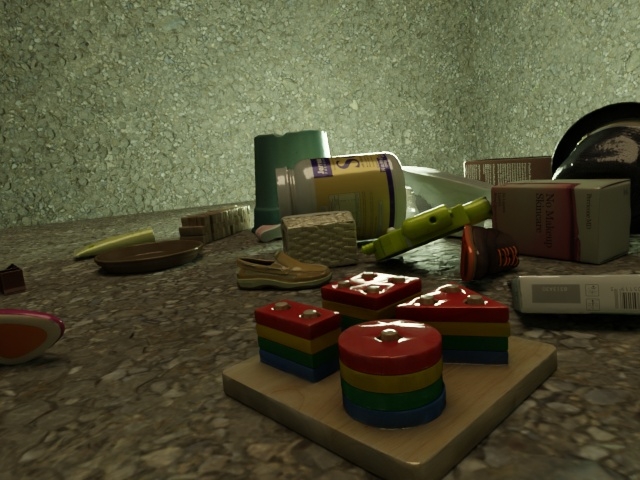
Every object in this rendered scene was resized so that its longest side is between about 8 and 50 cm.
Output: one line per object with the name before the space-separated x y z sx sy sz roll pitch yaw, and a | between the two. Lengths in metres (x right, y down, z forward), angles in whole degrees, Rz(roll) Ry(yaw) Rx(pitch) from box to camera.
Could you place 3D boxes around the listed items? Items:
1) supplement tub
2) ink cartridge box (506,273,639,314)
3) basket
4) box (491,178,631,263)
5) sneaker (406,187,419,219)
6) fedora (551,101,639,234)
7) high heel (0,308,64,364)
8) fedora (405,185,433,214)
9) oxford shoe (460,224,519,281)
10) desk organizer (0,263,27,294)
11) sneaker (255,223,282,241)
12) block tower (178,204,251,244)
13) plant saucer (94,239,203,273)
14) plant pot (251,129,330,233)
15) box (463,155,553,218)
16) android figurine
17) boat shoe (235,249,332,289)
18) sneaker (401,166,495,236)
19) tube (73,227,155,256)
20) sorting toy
supplement tub | 0.050 -0.112 1.311 0.331 0.241 0.241 -6 10 -5
ink cartridge box | 0.370 0.077 0.683 0.181 0.056 0.224 -2 -8 16
basket | 0.000 0.000 1.069 0.167 0.113 0.103 -7 12 -7
box | 0.489 -0.047 0.983 0.126 0.149 0.232 -12 12 -33
sneaker | 0.276 -0.111 1.552 0.090 0.115 0.232 -4 10 6
fedora | 0.620 -0.125 1.026 0.152 0.334 0.334 -29 19 -23
high heel | -0.459 0.125 0.684 0.244 0.082 0.117 -16 18 10
fedora | 0.392 -0.169 1.800 0.243 0.124 0.275 5 14 43
oxford shoe | 0.314 0.018 0.871 0.098 0.097 0.271 6 13 23
desk organizer | -0.726 0.088 1.106 0.047 0.050 0.130 -13 13 -40
sneaker | -0.142 -0.031 1.490 0.134 0.051 0.070 -15 19 -29
block tower | -0.354 -0.060 1.657 0.097 0.091 0.335 -1 11 19
plant saucer | -0.453 0.041 1.271 0.277 0.041 0.278 -6 10 1
plant pot | -0.093 -0.211 1.682 0.341 0.334 0.341 -5 11 1
box | 0.615 -0.161 1.452 0.143 0.191 0.381 -9 11 -19
android figurine | 0.218 -0.020 1.003 0.272 0.056 0.248 -21 -7 12
boat shoe | -0.074 0.053 0.913 0.190 0.072 0.068 -3 10 8
sneaker | 0.313 -0.099 1.286 0.108 0.169 0.292 -17 31 -41
tube | -0.646 0.013 1.491 0.240 0.062 0.070 -15 -27 -24
sorting toy | 0.069 0.105 0.499 0.257 0.089 0.255 -14 13 -42
